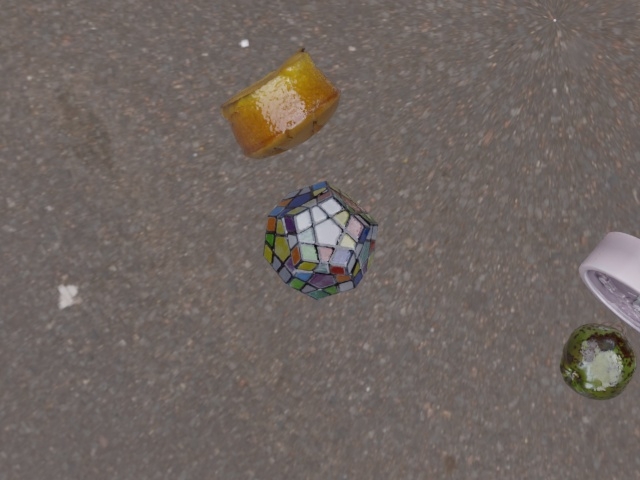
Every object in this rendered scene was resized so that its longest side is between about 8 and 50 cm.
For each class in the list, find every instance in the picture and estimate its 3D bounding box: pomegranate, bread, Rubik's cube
[{"bbox_3d":[0.480,0.197,1.505,0.125,0.163,0.138,0,127,8],"label":"pomegranate"},{"bbox_3d":[-0.071,-0.236,1.553,0.195,0.269,0.143,-39,104,-18],"label":"bread"},{"bbox_3d":[0.000,0.000,0.813,0.111,0.093,0.111,2,81,-11],"label":"Rubik's cube"}]

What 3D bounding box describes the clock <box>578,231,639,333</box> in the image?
[{"bbox_3d":[0.477,0.076,1.259,0.197,0.197,0.068,42,86,2],"label":"clock"}]
